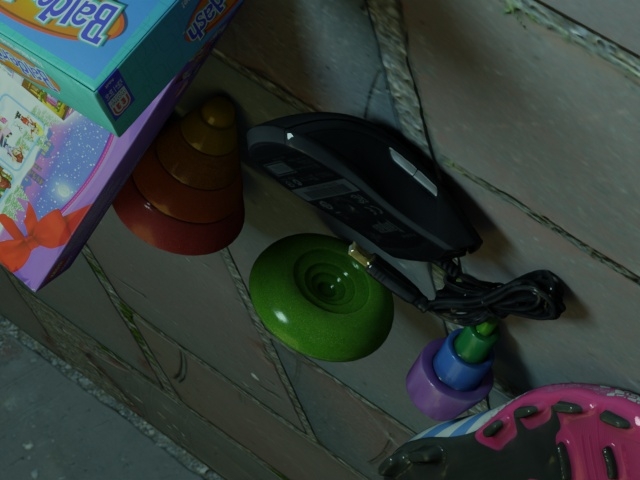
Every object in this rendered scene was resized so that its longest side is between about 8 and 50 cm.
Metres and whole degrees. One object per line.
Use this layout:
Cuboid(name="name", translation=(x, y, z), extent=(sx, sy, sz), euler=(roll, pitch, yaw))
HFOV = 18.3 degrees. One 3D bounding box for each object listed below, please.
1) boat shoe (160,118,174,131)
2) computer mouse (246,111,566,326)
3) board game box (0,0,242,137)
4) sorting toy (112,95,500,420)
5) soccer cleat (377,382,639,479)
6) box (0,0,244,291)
Cuboid(name="boat shoe", translation=(-0.169, -0.088, 1.752), extent=(0.233, 0.084, 0.079), euler=(46, -171, 0))
Cuboid(name="computer mouse", translation=(0.051, -0.022, 1.458), extent=(0.262, 0.060, 0.184), euler=(32, 163, -15))
Cuboid(name="board game box", translation=(-0.105, -0.177, 1.099), extent=(0.160, 0.210, 0.047), euler=(33, 163, 29))
Cuboid(name="sorting toy", translation=(0.000, 0.000, 1.615), extent=(0.365, 0.127, 0.126), euler=(35, 135, 7))
Cuboid(name="soccer cleat", translation=(0.189, 0.169, 1.601), extent=(0.331, 0.143, 0.116), euler=(-17, 89, 50))
Cuboid(name="box", translation=(-0.197, -0.133, 1.382), extent=(0.201, 0.057, 0.293), euler=(40, 120, 4))
